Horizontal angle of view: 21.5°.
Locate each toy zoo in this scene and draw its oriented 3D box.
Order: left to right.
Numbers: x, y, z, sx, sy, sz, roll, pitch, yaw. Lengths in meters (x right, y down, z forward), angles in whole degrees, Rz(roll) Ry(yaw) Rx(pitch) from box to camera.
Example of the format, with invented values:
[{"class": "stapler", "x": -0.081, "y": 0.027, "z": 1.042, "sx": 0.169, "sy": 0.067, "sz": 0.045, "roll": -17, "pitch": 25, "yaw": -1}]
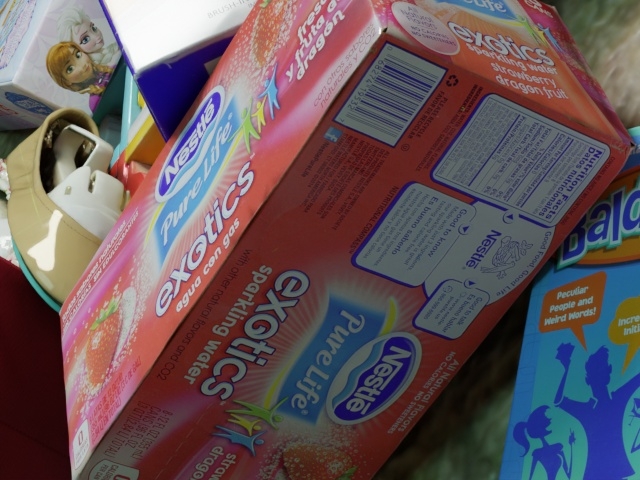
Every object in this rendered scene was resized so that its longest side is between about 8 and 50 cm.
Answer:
[{"class": "toy zoo", "x": -0.123, "y": -0.054, "z": 1.137, "sx": 0.293, "sy": 0.030, "sz": 0.192, "roll": -47, "pitch": 35, "yaw": 48}]

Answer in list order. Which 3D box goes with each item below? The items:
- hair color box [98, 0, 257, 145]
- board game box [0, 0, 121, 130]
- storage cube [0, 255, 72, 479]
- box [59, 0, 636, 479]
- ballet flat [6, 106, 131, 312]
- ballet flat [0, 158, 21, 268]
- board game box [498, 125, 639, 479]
[{"class": "hair color box", "x": -0.060, "y": -0.204, "z": 1.017, "sx": 0.185, "sy": 0.110, "sz": 0.339, "roll": -26, "pitch": 47, "yaw": -2}, {"class": "board game box", "x": -0.181, "y": -0.241, "z": 1.317, "sx": 0.318, "sy": 0.066, "sz": 0.318, "roll": -66, "pitch": 21, "yaw": -7}, {"class": "storage cube", "x": -0.247, "y": 0.115, "z": 1.050, "sx": 0.215, "sy": 0.193, "sz": 0.183, "roll": -9, "pitch": 56, "yaw": 44}, {"class": "box", "x": 0.000, "y": 0.000, "z": 0.869, "sx": 0.300, "sy": 0.154, "sz": 0.142, "roll": -55, "pitch": 29, "yaw": 27}, {"class": "ballet flat", "x": -0.157, "y": -0.027, "z": 1.061, "sx": 0.073, "sy": 0.080, "sz": 0.232, "roll": -52, "pitch": 29, "yaw": 10}, {"class": "ballet flat", "x": -0.228, "y": 0.002, "z": 1.200, "sx": 0.241, "sy": 0.077, "sz": 0.091, "roll": -133, "pitch": 59, "yaw": -65}, {"class": "board game box", "x": 0.165, "y": 0.042, "z": 0.772, "sx": 0.160, "sy": 0.047, "sz": 0.210, "roll": -14, "pitch": 55, "yaw": 47}]
